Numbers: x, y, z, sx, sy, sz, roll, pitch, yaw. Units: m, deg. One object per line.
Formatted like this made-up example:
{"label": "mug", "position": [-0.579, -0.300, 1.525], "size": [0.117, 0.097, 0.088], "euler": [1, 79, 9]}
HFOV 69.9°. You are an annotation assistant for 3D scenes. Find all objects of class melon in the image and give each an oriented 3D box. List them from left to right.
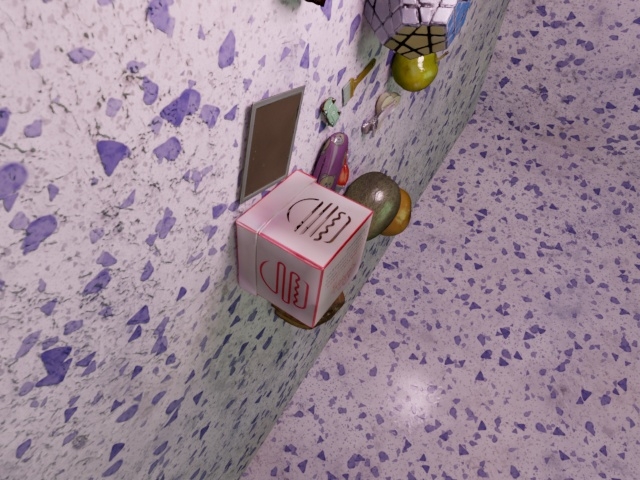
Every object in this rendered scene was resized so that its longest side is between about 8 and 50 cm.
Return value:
{"label": "melon", "position": [0.210, -0.145, 1.999], "size": [0.329, 0.248, 0.248], "euler": [-59, 162, 3]}

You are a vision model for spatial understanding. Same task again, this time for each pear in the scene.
{"label": "pear", "position": [0.380, -0.660, 1.731], "size": [0.166, 0.216, 0.180], "euler": [-23, 106, -65]}

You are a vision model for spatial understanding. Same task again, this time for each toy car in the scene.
{"label": "toy car", "position": [0.030, -0.407, 1.447], "size": [0.059, 0.035, 0.122], "euler": [-59, 154, -6]}

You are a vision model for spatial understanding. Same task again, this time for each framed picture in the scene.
{"label": "framed picture", "position": [-0.136, -0.260, 1.239], "size": [0.232, 0.019, 0.296], "euler": [-40, 153, -48]}

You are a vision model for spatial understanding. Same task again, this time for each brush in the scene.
{"label": "brush", "position": [0.133, -0.550, 1.554], "size": [0.218, 0.010, 0.082], "euler": [-55, 161, -23]}

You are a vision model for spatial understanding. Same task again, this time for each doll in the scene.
{"label": "doll", "position": [0.070, -0.259, 1.711], "size": [0.102, 0.075, 0.228], "euler": [-21, 129, -43]}

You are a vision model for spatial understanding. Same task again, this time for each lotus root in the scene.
{"label": "lotus root", "position": [-0.061, 0.254, 1.917], "size": [0.316, 0.250, 0.316], "euler": [-44, 162, -19]}

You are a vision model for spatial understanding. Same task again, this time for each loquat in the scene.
{"label": "loquat", "position": [0.362, -0.152, 2.383], "size": [0.263, 0.263, 0.263], "euler": [-52, 160, -28]}

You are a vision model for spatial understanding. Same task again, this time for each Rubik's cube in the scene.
{"label": "Rubik's cube", "position": [0.284, -0.696, 1.327], "size": [0.319, 0.264, 0.319], "euler": [-52, 160, -28]}

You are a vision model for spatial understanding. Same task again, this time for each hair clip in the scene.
{"label": "hair clip", "position": [0.248, -0.504, 1.841], "size": [0.218, 0.071, 0.159], "euler": [-50, 163, -15]}

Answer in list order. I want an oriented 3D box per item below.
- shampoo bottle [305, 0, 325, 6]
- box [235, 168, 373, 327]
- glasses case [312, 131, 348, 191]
{"label": "shampoo bottle", "position": [0.024, -0.672, 0.951], "size": [0.129, 0.084, 0.323], "euler": [-25, 140, -66]}
{"label": "box", "position": [-0.052, 0.025, 1.432], "size": [0.314, 0.300, 0.312], "euler": [-47, 156, -38]}
{"label": "glasses case", "position": [0.020, -0.230, 1.616], "size": [0.123, 0.075, 0.316], "euler": [-30, 145, -57]}
